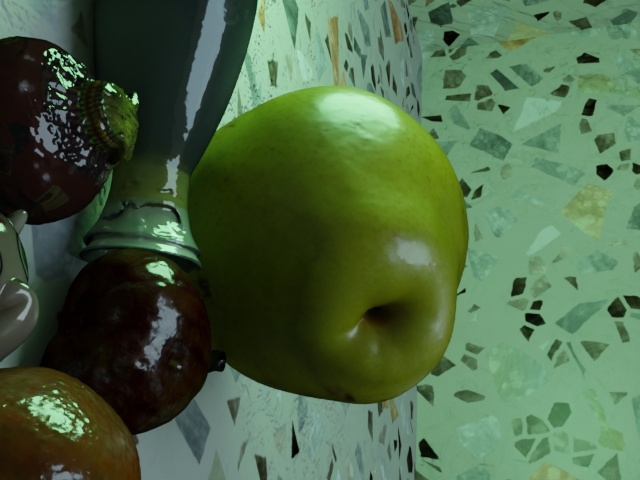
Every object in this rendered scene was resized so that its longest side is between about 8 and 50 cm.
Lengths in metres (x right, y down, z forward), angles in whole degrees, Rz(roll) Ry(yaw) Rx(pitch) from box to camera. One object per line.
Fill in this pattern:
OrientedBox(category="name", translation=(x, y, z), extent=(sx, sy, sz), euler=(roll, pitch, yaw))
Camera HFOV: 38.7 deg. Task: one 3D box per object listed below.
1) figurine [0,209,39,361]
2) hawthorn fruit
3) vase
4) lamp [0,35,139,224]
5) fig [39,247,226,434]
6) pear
OrientedBox(category="figurine", translation=(-0.257, 0.025, 0.629), extent=(0.125, 0.125, 0.138), euler=(5, 75, -74))
OrientedBox(category="hawthorn fruit", translation=(-0.214, 0.166, 0.632), extent=(0.251, 0.199, 0.200), euler=(-87, 168, -73))
OrientedBox(category="vase", translation=(-0.168, -0.131, 0.947), extent=(0.173, 0.173, 0.321), euler=(43, 51, -67))
OrientedBox(category="lamp", translation=(-0.225, -0.093, 0.754), extent=(0.157, 0.134, 0.156), euler=(-68, 149, -53))
OrientedBox(category="fig", translation=(-0.161, 0.108, 0.891), extent=(0.274, 0.145, 0.170), euler=(41, 60, -67))
OrientedBox(category="pear", translation=(0.000, 0.000, 1.085), extent=(0.418, 0.362, 0.363), euler=(-124, -164, -58))
